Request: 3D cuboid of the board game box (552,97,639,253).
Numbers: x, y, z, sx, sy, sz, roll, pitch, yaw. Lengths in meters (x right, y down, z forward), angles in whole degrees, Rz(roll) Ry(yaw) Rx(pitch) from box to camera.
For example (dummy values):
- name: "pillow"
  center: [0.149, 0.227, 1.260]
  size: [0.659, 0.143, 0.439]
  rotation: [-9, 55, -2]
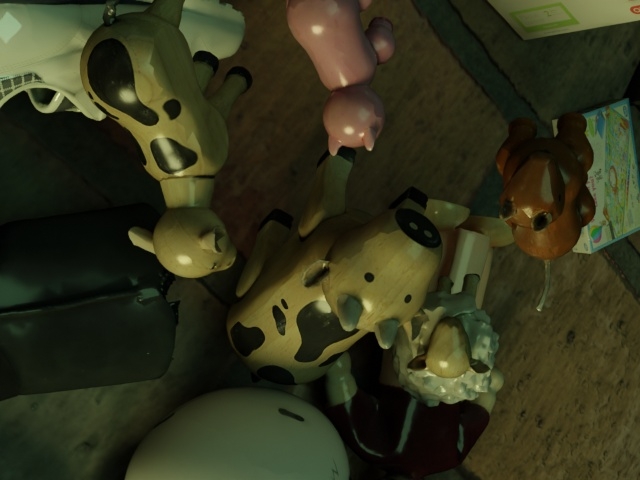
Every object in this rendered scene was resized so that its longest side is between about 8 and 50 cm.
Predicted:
- name: "board game box"
  center: [0.317, -0.074, 0.920]
  size: [0.103, 0.026, 0.154]
  rotation: [-20, 105, -31]

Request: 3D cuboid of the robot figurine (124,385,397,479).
- name: "robot figurine"
  center: [-0.050, 0.247, 0.613]
  size: [0.209, 0.174, 0.278]
  rotation: [-18, 109, -32]

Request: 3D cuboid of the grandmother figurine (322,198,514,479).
- name: "grandmother figurine"
  center: [0.090, 0.138, 0.746]
  size: [0.208, 0.104, 0.342]
  rotation: [12, 85, -19]

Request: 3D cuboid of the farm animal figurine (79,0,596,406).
- name: "farm animal figurine"
  center: [0.000, 0.000, 0.540]
  size: [0.330, 0.326, 0.172]
  rotation: [19, 51, -1]

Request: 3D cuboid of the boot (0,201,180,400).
- name: "boot"
  center: [-0.206, -0.007, 0.542]
  size: [0.207, 0.094, 0.246]
  rotation: [-12, 92, -39]

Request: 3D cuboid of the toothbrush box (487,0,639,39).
- name: "toothbrush box"
  center: [0.290, -0.351, 0.773]
  size: [0.122, 0.206, 0.283]
  rotation: [36, 74, -31]

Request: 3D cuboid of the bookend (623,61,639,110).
- name: "bookend"
  center: [0.459, -0.185, 0.978]
  size: [0.156, 0.072, 0.157]
  rotation: [38, 74, -30]

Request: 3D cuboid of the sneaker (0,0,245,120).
- name: "sneaker"
  center: [-0.146, -0.132, 0.562]
  size: [0.235, 0.090, 0.094]
  rotation: [-12, 106, -49]
